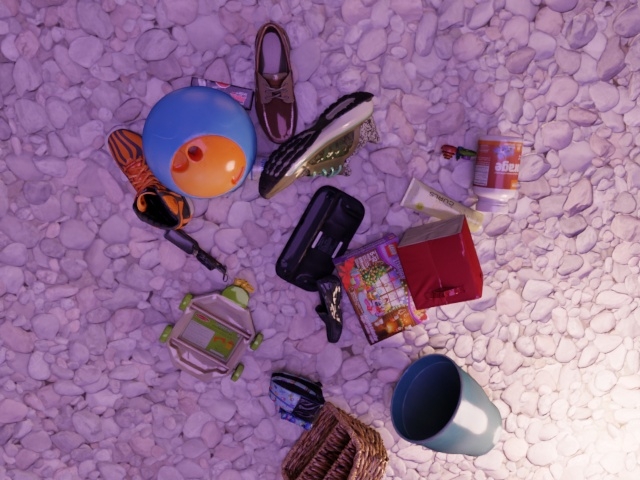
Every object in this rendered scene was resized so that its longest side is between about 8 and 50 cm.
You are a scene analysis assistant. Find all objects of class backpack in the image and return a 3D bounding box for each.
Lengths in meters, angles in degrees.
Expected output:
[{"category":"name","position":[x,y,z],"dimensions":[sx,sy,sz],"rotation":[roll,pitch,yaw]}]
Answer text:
[{"category":"backpack","position":[-0.084,0.475,1.493],"dimensions":[0.174,0.158,0.116],"rotation":[24,92,-5]}]

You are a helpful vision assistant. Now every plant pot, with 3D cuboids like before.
[{"category":"plant pot","position":[0.397,0.521,1.486],"dimensions":[0.255,0.271,0.271],"rotation":[36,98,-23]}]

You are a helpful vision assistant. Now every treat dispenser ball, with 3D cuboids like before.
[{"category":"treat dispenser ball","position":[-0.308,-0.250,1.272],"dimensions":[0.289,0.288,0.287],"rotation":[-1,101,-3]}]

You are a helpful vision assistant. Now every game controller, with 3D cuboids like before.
[{"category":"game controller","position":[0.000,0.000,1.461],"dimensions":[0.167,0.067,0.319],"rotation":[26,100,-22]}]

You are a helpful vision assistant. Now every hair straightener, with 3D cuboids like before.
[{"category":"hair straightener","position":[-0.359,0.045,1.428],"dimensions":[0.230,0.089,0.047],"rotation":[44,94,-10]}]

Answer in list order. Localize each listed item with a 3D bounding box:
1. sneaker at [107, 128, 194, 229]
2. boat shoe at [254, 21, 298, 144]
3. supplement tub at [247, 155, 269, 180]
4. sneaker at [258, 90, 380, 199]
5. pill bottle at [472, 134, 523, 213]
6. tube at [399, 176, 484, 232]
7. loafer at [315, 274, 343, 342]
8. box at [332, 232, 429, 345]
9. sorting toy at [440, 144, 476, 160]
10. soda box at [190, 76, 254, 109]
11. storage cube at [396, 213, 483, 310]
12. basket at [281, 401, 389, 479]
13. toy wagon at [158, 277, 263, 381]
[{"category":"sneaker","position":[-0.471,-0.165,1.331],"dimensions":[0.125,0.180,0.321],"rotation":[-38,101,9]},{"category":"boat shoe","position":[-0.128,-0.422,1.333],"dimensions":[0.123,0.116,0.323],"rotation":[-8,101,-1]},{"category":"supplement tub","position":[-0.153,-0.203,1.399],"dimensions":[0.107,0.071,0.070],"rotation":[3,101,-3]},{"category":"sneaker","position":[0.017,-0.223,1.343],"dimensions":[0.410,0.158,0.182],"rotation":[-40,120,-9]},{"category":"pill bottle","position":[0.504,-0.189,1.410],"dimensions":[0.121,0.121,0.215],"rotation":[3,101,-3]},{"category":"tube","position":[0.362,-0.096,1.455],"dimensions":[0.240,0.062,0.070],"rotation":[24,59,-3]},{"category":"loafer","position":[0.021,0.208,1.475],"dimensions":[0.079,0.076,0.223],"rotation":[-10,112,-19]},{"category":"box","position":[0.182,0.148,1.472],"dimensions":[0.201,0.057,0.293],"rotation":[-25,108,-1]},{"category":"sorting toy","position":[0.397,-0.247,1.425],"dimensions":[0.102,0.061,0.042],"rotation":[19,116,21]},{"category":"soda box","position":[-0.272,-0.405,1.362],"dimensions":[0.169,0.053,0.059],"rotation":[10,101,-5]},{"category":"storage cube","position":[0.342,0.059,1.389],"dimensions":[0.184,0.215,0.193],"rotation":[-15,102,24]},{"category":"basket","position":[0.036,0.702,1.515],"dimensions":[0.223,0.213,0.299],"rotation":[34,97,-10]},{"category":"toy wagon","position":[-0.307,0.260,1.485],"dimensions":[0.267,0.068,0.344],"rotation":[31,97,-9]}]
